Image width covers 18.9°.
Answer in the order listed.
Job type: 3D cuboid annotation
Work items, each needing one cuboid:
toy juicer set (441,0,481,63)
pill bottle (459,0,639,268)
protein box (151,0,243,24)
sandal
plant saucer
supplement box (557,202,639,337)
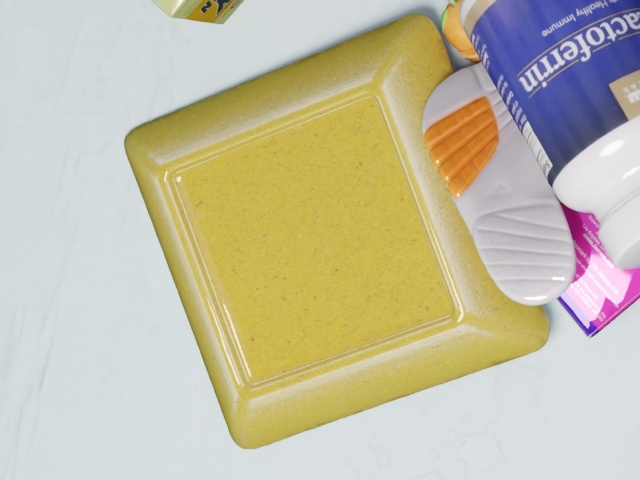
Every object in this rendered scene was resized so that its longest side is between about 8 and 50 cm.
[{"bbox_3d":[0.256,-0.234,1.723,0.329,0.089,0.209,1,94,11],"label":"toy juicer set"},{"bbox_3d":[0.238,-0.118,1.599,0.153,0.153,0.265,-31,73,11],"label":"pill bottle"},{"bbox_3d":[-0.140,-0.313,1.739,0.201,0.200,0.136,43,101,5],"label":"protein box"},{"bbox_3d":[0.160,-0.040,1.679,0.102,0.076,0.265,-19,54,9],"label":"sandal"},{"bbox_3d":[0.000,0.000,1.777,0.333,0.081,0.333,-21,90,17],"label":"plant saucer"},{"bbox_3d":[0.293,-0.027,1.717,0.220,0.111,0.114,-40,84,10],"label":"supplement box"}]
